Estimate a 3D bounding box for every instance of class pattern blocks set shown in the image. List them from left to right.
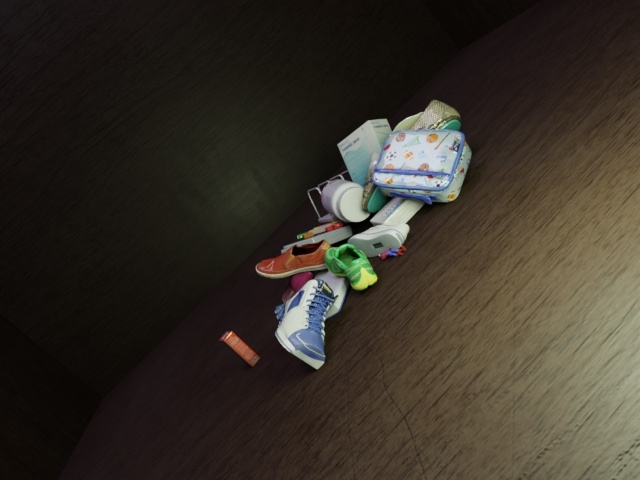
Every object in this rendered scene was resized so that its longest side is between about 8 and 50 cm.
[{"bbox_3d":[0.036,-0.064,2.100,0.325,0.026,0.285,-17,5,43],"label":"pattern blocks set"}]

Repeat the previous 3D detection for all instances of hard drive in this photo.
[{"bbox_3d":[0.022,0.173,1.603,0.210,0.040,0.319,-35,15,32],"label":"hard drive"}]

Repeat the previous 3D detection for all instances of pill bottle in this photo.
[{"bbox_3d":[0.108,-0.163,1.922,0.160,0.160,0.283,-44,17,-1],"label":"pill bottle"}]

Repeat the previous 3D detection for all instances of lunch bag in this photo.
[{"bbox_3d":[0.329,-0.240,1.517,0.303,0.115,0.243,10,69,38],"label":"lunch bag"}]

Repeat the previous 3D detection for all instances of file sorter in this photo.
[{"bbox_3d":[0.102,-0.221,2.182,0.277,0.173,0.193,-29,8,-16],"label":"file sorter"}]

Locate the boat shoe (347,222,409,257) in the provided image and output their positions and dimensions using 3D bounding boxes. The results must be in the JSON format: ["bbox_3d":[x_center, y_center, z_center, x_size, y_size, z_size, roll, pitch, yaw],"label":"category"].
[{"bbox_3d":[0.197,-0.005,1.565,0.084,0.095,0.258,-46,23,-30],"label":"boat shoe"}]

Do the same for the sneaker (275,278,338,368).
[{"bbox_3d":[-0.033,0.208,1.347,0.182,0.127,0.315,-50,20,7],"label":"sneaker"}]

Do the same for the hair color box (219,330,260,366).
[{"bbox_3d":[-0.284,0.381,1.640,0.043,0.141,0.072,-49,14,-25],"label":"hair color box"}]

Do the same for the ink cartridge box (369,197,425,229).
[{"bbox_3d":[0.306,-0.151,1.730,0.296,0.066,0.261,-45,14,-6],"label":"ink cartridge box"}]

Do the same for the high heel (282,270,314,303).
[{"bbox_3d":[-0.067,0.096,1.915,0.181,0.127,0.377,-51,22,29],"label":"high heel"}]

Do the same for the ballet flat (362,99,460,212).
[{"bbox_3d":[0.300,-0.322,1.739,0.483,0.182,0.164,-46,-31,14],"label":"ballet flat"}]

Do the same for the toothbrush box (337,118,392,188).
[{"bbox_3d":[0.231,-0.338,2.004,0.126,0.295,0.216,-19,-8,-41],"label":"toothbrush box"}]

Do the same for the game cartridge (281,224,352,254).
[{"bbox_3d":[0.000,0.000,1.914,0.198,0.062,0.297,-12,5,35],"label":"game cartridge"}]

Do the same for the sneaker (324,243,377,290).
[{"bbox_3d":[0.090,0.059,1.489,0.109,0.123,0.295,-26,20,-14],"label":"sneaker"}]

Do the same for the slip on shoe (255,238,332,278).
[{"bbox_3d":[-0.099,0.065,1.748,0.331,0.101,0.123,-12,27,23],"label":"slip on shoe"}]

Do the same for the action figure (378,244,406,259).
[{"bbox_3d":[0.219,0.039,1.466,0.038,0.030,0.115,-56,15,-27],"label":"action figure"}]
